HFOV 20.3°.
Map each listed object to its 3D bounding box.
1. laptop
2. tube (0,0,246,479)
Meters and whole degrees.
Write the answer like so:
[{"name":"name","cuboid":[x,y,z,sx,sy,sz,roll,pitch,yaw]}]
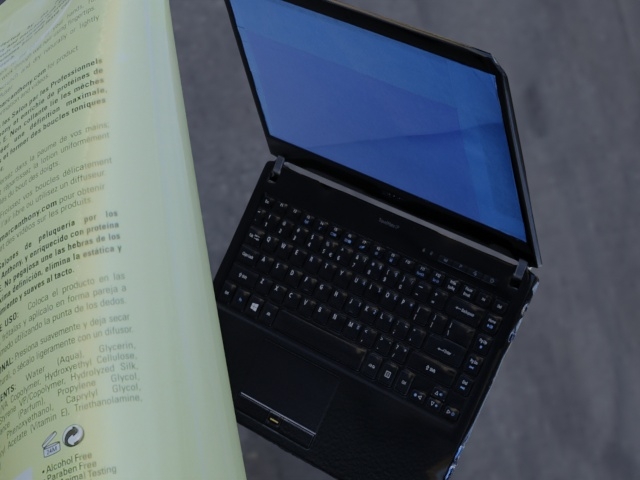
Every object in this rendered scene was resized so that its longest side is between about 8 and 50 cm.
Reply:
[{"name":"laptop","cuboid":[0.000,0.000,1.088,0.136,0.234,0.264,24,91,-51]},{"name":"tube","cuboid":[-0.057,0.014,0.460,0.062,0.070,0.240,90,-12,-54]}]
